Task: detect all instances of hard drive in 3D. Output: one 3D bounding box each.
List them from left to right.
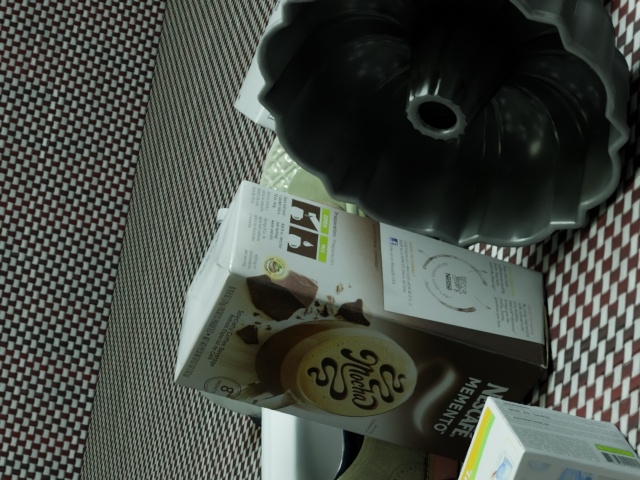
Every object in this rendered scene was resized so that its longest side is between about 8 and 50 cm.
[{"bbox_3d":[-0.001,0.280,1.804,0.353,0.047,0.233,-91,-20,-48],"label":"hard drive"}]

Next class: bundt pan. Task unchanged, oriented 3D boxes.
[{"bbox_3d":[0.117,-0.148,1.565,0.331,0.330,0.124,-55,9,53],"label":"bundt pan"}]

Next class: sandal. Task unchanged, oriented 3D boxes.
[{"bbox_3d":[0.001,-0.001,2.055,0.303,0.086,0.120,-110,32,-57],"label":"sandal"}]

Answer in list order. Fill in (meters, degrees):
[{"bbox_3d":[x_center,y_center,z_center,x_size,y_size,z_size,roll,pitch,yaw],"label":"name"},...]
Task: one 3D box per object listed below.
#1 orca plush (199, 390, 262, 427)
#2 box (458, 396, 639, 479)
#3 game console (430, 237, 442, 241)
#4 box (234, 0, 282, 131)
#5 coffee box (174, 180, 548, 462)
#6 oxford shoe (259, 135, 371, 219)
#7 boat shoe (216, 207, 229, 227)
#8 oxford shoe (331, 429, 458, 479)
[{"bbox_3d":[-0.067,0.151,2.332,0.102,0.151,0.287,-48,-1,-25],"label":"orca plush"},{"bbox_3d":[0.159,0.241,1.394,0.103,0.114,0.203,-118,43,-69],"label":"box"},{"bbox_3d":[0.073,0.060,2.012,0.361,0.044,0.213,124,156,-50],"label":"game console"},{"bbox_3d":[-0.018,-0.227,2.425,0.181,0.119,0.182,-67,16,6],"label":"box"},{"bbox_3d":[0.037,0.079,1.633,0.168,0.297,0.119,118,163,-44],"label":"coffee box"},{"bbox_3d":[0.030,-0.139,2.223,0.130,0.169,0.449,-10,-68,-61],"label":"oxford shoe"},{"bbox_3d":[-0.099,0.001,2.564,0.228,0.080,0.076,8,83,68],"label":"boat shoe"},{"bbox_3d":[0.049,0.289,1.715,0.123,0.130,0.348,129,151,-55],"label":"oxford shoe"}]
